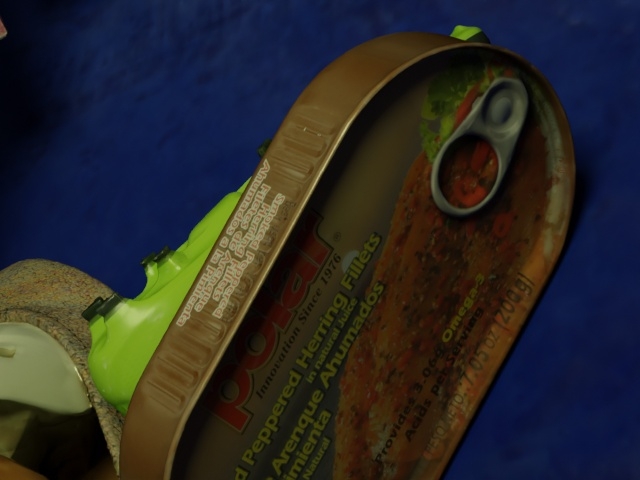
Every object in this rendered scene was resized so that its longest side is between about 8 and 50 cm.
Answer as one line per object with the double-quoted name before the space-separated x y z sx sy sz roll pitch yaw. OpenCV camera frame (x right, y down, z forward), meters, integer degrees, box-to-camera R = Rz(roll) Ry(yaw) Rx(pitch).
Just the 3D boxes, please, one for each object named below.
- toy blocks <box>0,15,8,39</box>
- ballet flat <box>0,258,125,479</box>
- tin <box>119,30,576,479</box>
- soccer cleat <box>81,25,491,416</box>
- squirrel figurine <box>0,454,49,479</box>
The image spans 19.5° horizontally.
"toy blocks" -0.200 -0.125 0.725 0.309 0.288 0.260 -26 87 56
"ballet flat" -0.089 0.101 0.609 0.107 0.106 0.316 -44 46 12
"tin" 0.009 0.024 0.569 0.040 0.106 0.189 26 84 45
"soccer cleat" 0.000 0.000 0.628 0.179 0.072 0.060 -43 9 -11
"squirrel figurine" -0.053 0.260 0.306 0.370 0.397 0.281 -82 7 -56
